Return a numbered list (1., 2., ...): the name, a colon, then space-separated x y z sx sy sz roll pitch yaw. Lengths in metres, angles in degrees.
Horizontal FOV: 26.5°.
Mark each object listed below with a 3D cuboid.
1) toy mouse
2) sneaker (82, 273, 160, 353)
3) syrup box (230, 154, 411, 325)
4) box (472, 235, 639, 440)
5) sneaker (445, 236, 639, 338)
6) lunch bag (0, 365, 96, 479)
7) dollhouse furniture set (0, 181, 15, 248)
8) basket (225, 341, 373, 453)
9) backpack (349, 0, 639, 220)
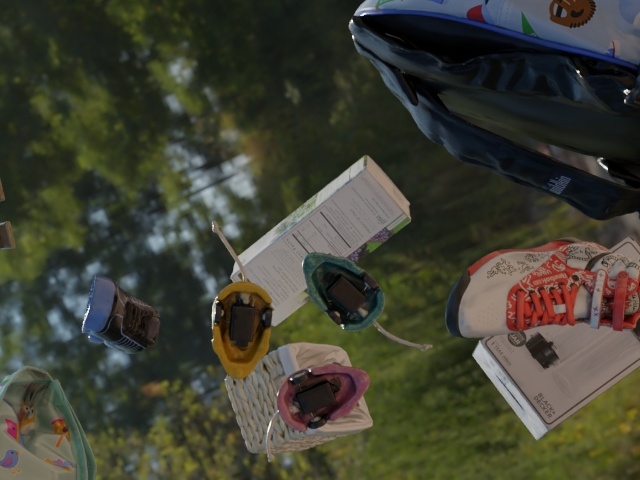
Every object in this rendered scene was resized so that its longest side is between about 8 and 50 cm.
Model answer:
1. toy mouse: 0.000 0.065 0.889 0.031 0.143 0.161 -131 41 -80
2. sneaker: -0.253 0.098 1.754 0.232 0.091 0.081 118 164 -79
3. syrup box: 0.000 0.000 1.806 0.096 0.237 0.093 49 -169 -10
4. box: 0.392 0.144 2.016 0.169 0.290 0.087 52 167 14
5. sneaker: 0.278 0.063 1.575 0.145 0.270 0.090 19 116 42
6. lunch bag: -0.337 0.268 1.318 0.160 0.223 0.262 37 -158 -30
7. dollhouse furniture set: -0.622 -0.063 2.034 0.135 0.262 0.259 -3 101 65
8. basket: -0.026 0.195 1.651 0.167 0.103 0.113 13 -126 -64
9. backpack: 0.165 -0.165 1.014 0.276 0.263 0.213 59 -135 -68
